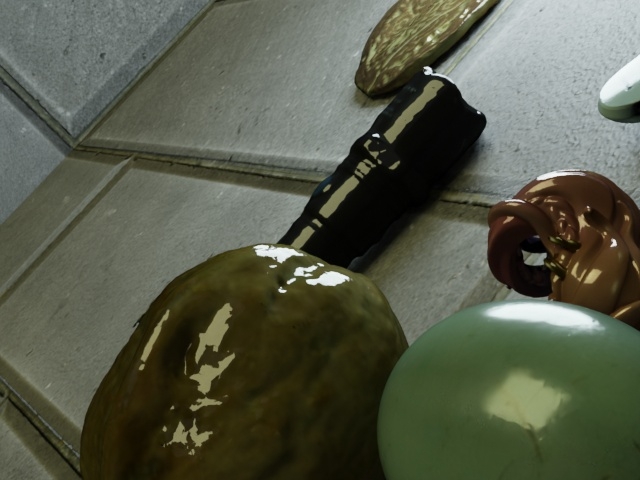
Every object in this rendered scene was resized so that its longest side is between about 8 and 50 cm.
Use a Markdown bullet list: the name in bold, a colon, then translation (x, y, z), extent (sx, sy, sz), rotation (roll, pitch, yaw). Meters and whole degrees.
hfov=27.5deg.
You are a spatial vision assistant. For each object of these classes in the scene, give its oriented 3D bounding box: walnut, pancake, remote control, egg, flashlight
- **walnut**: translation (-0.052, 0.130, 0.991), extent (0.227, 0.283, 0.283), rotation (20, 62, 34)
- **pancake**: translation (0.140, -0.283, 1.693), extent (0.250, 0.031, 0.250), rotation (-36, 23, 18)
- **remote control**: translation (0.350, -0.174, 1.104), extent (0.256, 0.045, 0.097), rotation (-34, 24, 16)
- **egg**: translation (0.131, 0.119, 0.774), extent (0.168, 0.168, 0.231), rotation (-52, 28, -20)
- **flashlight**: translation (0.000, 0.000, 1.334), extent (0.424, 0.103, 0.103), rotation (-47, 21, -6)

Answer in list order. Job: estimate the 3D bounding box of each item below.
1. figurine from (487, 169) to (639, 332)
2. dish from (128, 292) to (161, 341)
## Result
- **figurine**: translation (0.190, 0.008, 0.956), extent (0.157, 0.126, 0.114), rotation (-119, 34, -69)
- **dish**: translation (-0.152, 0.106, 1.425), extent (0.208, 0.080, 0.149), rotation (-54, 24, -22)
